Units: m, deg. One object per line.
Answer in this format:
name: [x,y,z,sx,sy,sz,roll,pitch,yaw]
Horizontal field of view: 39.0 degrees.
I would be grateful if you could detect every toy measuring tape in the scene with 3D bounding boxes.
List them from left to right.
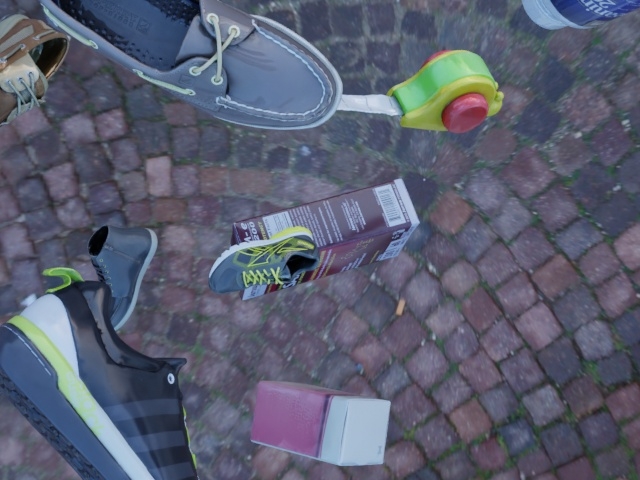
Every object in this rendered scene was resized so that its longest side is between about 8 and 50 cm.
toy measuring tape: [0.141,-0.216,1.259,0.330,0.121,0.121,1,95,-36]

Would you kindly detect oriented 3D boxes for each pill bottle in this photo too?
pill bottle: [0.184,-0.177,0.587,0.067,0.120,0.067,1,87,-21]

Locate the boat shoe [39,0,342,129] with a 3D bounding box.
boat shoe: [-0.132,-0.198,0.904,0.324,0.097,0.117,25,98,-2]

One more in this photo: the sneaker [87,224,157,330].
sneaker: [-0.409,0.069,1.732,0.083,0.118,0.222,32,103,42]

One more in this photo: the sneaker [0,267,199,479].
sneaker: [-0.107,0.118,0.574,0.097,0.084,0.235,-46,114,-30]

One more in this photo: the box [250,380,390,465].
box: [-0.001,0.357,1.783,0.232,0.148,0.127,4,83,39]

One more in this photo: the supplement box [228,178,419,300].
supplement box: [0.000,0.000,1.221,0.239,0.130,0.073,-15,72,-15]

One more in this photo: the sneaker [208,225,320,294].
sneaker: [-0.039,0.017,0.635,0.083,0.035,0.031,-26,132,-11]

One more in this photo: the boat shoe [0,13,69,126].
boat shoe: [-0.512,-0.268,1.489,0.120,0.324,0.123,10,137,5]

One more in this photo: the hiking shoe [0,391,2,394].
hiking shoe: [-0.364,0.166,1.122,0.086,0.227,0.114,13,123,32]
